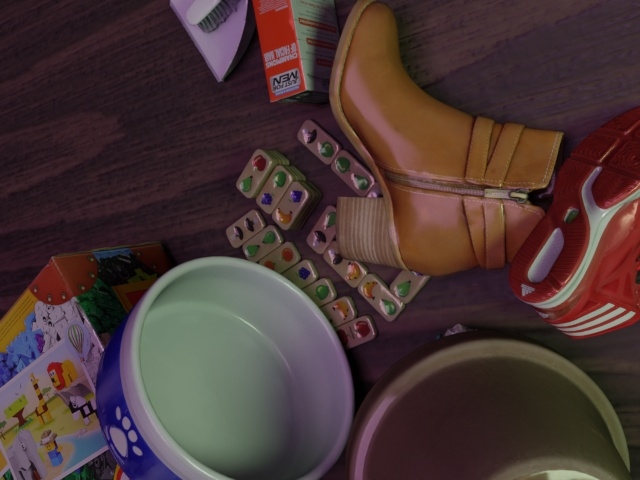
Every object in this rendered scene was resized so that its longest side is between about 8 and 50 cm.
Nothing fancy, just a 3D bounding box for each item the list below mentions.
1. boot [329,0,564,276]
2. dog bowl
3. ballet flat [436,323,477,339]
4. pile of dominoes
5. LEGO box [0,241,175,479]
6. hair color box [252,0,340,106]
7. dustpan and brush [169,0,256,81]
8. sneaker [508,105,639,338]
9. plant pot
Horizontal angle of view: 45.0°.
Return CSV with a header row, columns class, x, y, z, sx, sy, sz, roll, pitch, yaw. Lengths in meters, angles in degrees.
class,x,y,z,sx,sy,sz,roll,pitch,yaw
boot,0.124,-0.106,0.763,0.220,0.109,0.283,1,88,27
dog bowl,-0.098,0.155,0.827,0.104,0.265,0.265,-43,72,41
ballet flat,0.155,0.205,0.791,0.077,0.091,0.240,1,100,10
pile of dominoes,0.000,0.000,0.888,0.251,0.040,0.196,44,115,21
LEGO box,-0.319,0.301,1.028,0.500,0.193,0.372,-44,73,28
hair color box,-0.024,-0.236,0.847,0.053,0.093,0.167,-12,88,33
dustpan and brush,-0.106,-0.308,0.909,0.211,0.060,0.147,-40,74,29
sneaker,0.268,-0.009,0.707,0.221,0.128,0.087,-50,38,-3
plant pot,0.160,0.220,0.642,0.263,0.229,0.263,0,92,-3
